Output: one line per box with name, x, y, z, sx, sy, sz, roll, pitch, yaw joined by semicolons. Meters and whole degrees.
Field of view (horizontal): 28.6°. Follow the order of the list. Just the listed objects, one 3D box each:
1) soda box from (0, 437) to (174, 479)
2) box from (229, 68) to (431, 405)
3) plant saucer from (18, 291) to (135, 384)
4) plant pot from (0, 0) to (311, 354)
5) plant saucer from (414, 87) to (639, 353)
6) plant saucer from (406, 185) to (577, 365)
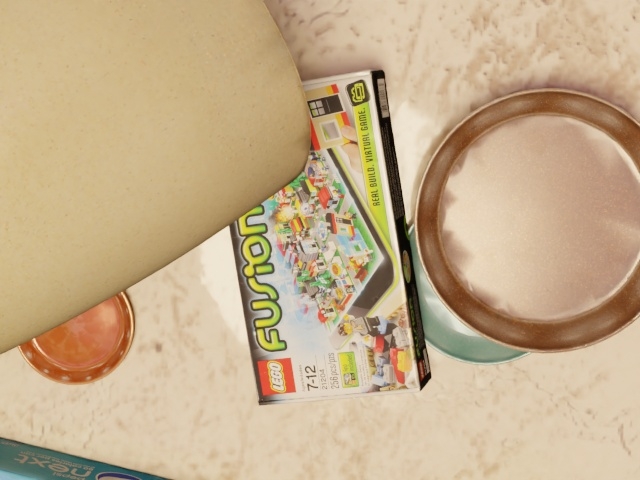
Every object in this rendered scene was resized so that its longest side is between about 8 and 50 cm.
soda box;-0.176;0.187;0.845;0.210;0.067;0.071;14;96;2
box;0.000;0.000;0.819;0.114;0.036;0.207;-8;96;17
plant saucer;-0.168;0.057;0.857;0.083;0.013;0.084;0;96;4
plant pot;-0.190;-0.044;0.674;0.256;0.256;0.274;47;66;-2
plant saucer;0.144;-0.013;0.804;0.168;0.029;0.168;0;95;2
plant saucer;0.110;0.023;0.835;0.119;0.021;0.119;0;96;4
